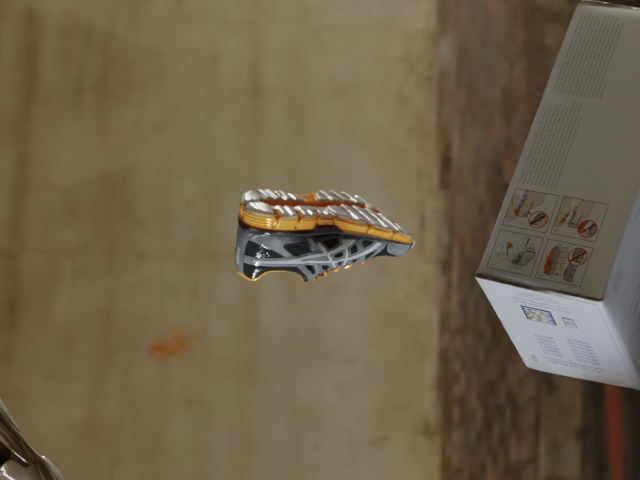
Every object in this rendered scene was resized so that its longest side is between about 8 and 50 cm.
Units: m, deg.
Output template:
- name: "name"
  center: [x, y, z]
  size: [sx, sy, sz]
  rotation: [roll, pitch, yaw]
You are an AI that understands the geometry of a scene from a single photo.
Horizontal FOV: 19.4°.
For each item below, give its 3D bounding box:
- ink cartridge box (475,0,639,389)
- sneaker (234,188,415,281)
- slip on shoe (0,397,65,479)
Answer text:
- name: "ink cartridge box"
  center: [0.288, -0.026, 1.823]
  size: [0.309, 0.130, 0.272]
  rotation: [-68, -28, -21]
- name: "sneaker"
  center: [0.000, 0.000, 1.868]
  size: [0.084, 0.215, 0.083]
  rotation: [39, 117, 49]
- name: "slip on shoe"
  center: [-0.251, 0.179, 1.509]
  size: [0.135, 0.051, 0.041]
  rotation: [59, -158, -8]
